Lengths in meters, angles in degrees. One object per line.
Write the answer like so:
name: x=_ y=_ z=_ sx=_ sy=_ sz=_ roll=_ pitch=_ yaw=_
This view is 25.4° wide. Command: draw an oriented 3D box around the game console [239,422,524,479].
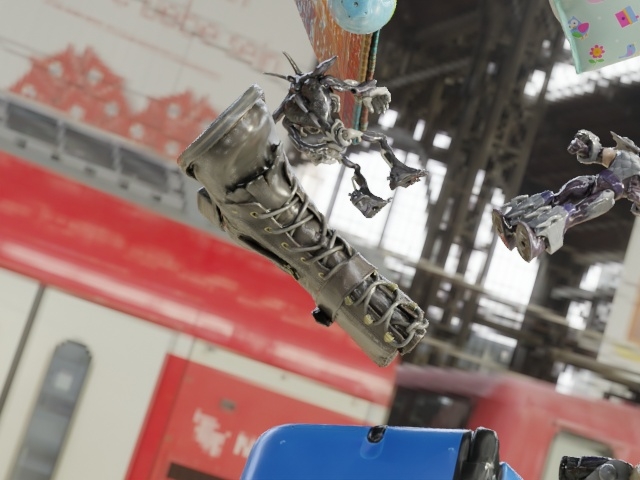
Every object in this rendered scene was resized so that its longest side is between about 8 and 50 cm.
game console: x=0.057 y=0.281 z=0.915 sx=0.250 sy=0.293 sz=0.173 roll=0 pitch=-51 yaw=18

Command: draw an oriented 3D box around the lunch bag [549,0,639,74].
lunch bag: x=0.449 y=-0.413 z=2.141 sx=0.223 sy=0.160 sz=0.262 roll=-16 pitch=-61 yaw=14

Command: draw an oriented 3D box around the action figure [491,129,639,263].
action figure: x=0.385 y=-0.068 z=1.978 sx=0.185 sy=0.285 sz=0.099 roll=46 pitch=-19 yaw=50

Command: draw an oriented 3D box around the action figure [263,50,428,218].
action figure: x=0.031 y=-0.168 z=2.157 sx=0.276 sy=0.164 sz=0.141 roll=53 pitch=21 yaw=13

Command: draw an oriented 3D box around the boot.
boot: x=0.000 y=0.000 z=1.150 sx=0.229 sy=0.091 sz=0.263 roll=43 pitch=-11 yaw=12

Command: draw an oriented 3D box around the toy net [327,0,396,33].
toy net: x=0.061 y=-0.314 z=1.369 sx=0.122 sy=0.232 sz=0.045 roll=36 pitch=20 yaw=0

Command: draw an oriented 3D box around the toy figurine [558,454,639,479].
toy figurine: x=0.341 y=0.370 z=1.657 sx=0.148 sy=0.209 sz=0.213 roll=4 pitch=25 yaw=28

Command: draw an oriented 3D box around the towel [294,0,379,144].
towel: x=0.024 y=-0.377 z=2.323 sx=0.040 sy=0.370 sz=0.271 roll=-10 pitch=-38 yaw=-13
